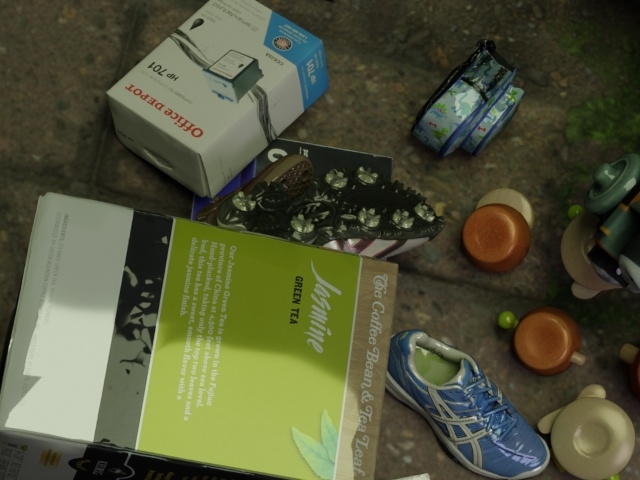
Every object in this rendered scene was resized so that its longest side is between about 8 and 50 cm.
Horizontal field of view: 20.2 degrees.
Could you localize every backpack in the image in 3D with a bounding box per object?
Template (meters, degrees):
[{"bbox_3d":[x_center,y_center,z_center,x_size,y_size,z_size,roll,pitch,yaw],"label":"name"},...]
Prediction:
[{"bbox_3d":[0.160,-0.140,1.930,0.084,0.105,0.114,43,72,5],"label":"backpack"}]

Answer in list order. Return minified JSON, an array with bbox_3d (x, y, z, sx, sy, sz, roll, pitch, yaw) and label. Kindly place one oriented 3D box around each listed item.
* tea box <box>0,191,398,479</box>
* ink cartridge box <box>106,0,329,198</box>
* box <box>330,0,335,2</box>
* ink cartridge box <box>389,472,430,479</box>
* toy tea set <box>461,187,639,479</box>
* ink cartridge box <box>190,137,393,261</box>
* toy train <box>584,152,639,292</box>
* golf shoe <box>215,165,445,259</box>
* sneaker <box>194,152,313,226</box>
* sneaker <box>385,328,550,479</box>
[{"bbox_3d":[-0.131,0.140,1.635,0.323,0.329,0.220,12,67,-10],"label":"tea box"},{"bbox_3d":[-0.105,-0.156,1.863,0.139,0.082,0.190,33,62,25],"label":"ink cartridge box"},{"bbox_3d":[-0.056,-0.383,1.996,0.220,0.051,0.175,20,67,-6],"label":"box"},{"bbox_3d":[0.101,0.275,1.804,0.048,0.028,0.083,-9,72,-17],"label":"ink cartridge box"},{"bbox_3d":[0.283,0.082,1.896,0.200,0.124,0.336,-28,81,9],"label":"toy tea set"},{"bbox_3d":[-0.033,-0.005,1.867,0.208,0.045,0.206,8,69,-9],"label":"ink cartridge box"},{"bbox_3d":[0.392,-0.081,1.727,0.142,0.190,0.334,41,94,-15],"label":"toy train"},{"bbox_3d":[0.000,0.000,1.801,0.273,0.120,0.105,-7,45,-36],"label":"golf shoe"},{"bbox_3d":[-0.090,-0.025,1.813,0.188,0.066,0.071,-48,56,-4],"label":"sneaker"},{"bbox_3d":[0.146,0.169,1.826,0.211,0.081,0.080,36,65,0],"label":"sneaker"}]
